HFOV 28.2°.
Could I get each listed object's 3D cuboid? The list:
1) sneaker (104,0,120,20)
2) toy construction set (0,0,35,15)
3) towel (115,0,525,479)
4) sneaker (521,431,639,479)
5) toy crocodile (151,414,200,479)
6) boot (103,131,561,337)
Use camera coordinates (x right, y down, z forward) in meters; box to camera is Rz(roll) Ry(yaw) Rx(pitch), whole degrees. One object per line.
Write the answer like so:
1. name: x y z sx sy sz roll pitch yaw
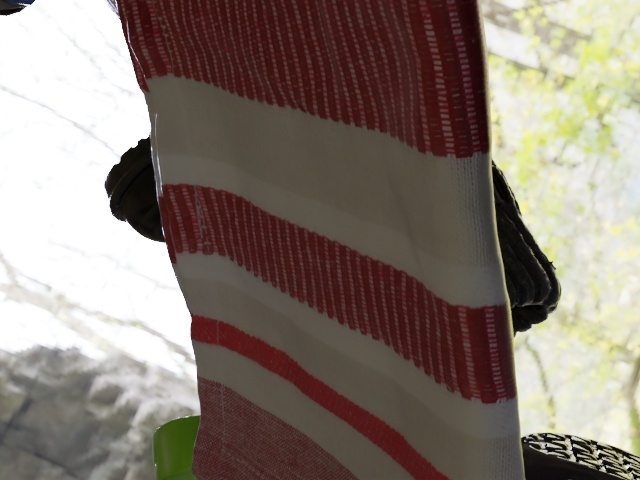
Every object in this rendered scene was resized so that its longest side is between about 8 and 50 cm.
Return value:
1. sneaker: -0.174 -0.271 1.243 0.104 0.095 0.236 -32 25 -2
2. toy construction set: -0.408 -0.277 1.064 0.237 0.309 0.257 -34 -41 -16
3. towel: -0.009 -0.005 0.494 0.037 0.237 0.329 -18 -69 -27
4. sneaker: 0.182 0.177 0.608 0.097 0.234 0.084 -62 5 4
5. toy crocodile: -0.001 0.170 1.240 0.340 0.115 0.105 -20 -39 -13
6. boot: 0.000 -0.001 1.054 0.131 0.348 0.260 37 -145 -67
